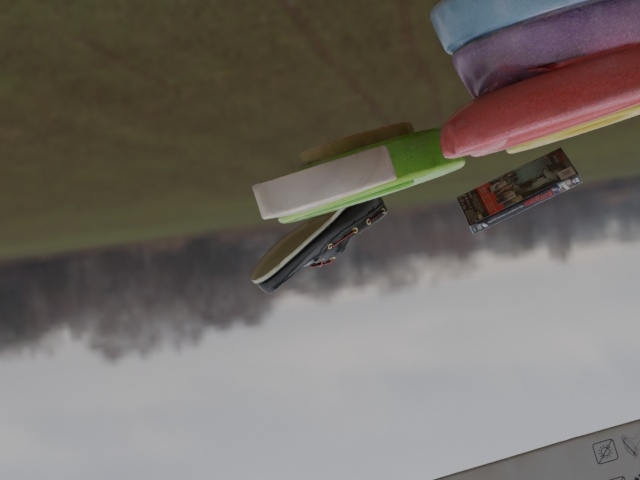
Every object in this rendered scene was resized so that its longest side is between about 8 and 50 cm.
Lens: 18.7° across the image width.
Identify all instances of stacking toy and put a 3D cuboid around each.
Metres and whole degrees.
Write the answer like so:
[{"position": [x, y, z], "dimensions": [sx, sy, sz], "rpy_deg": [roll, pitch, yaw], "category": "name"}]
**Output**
[{"position": [0.081, -0.113, 1.230], "dimensions": [0.279, 0.130, 0.309], "rpy_deg": [-17, 178, 5], "category": "stacking toy"}]

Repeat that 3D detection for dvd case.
[{"position": [0.197, -0.050, 1.942], "dimensions": [0.119, 0.013, 0.087], "rpy_deg": [-27, -159, 4], "category": "dvd case"}]

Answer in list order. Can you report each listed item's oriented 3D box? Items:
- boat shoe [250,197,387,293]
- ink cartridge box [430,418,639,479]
[{"position": [0.001, 0.000, 1.501], "dimensions": [0.133, 0.042, 0.049], "rpy_deg": [-42, -160, -28], "category": "boat shoe"}, {"position": [0.128, 0.260, 1.519], "dimensions": [0.332, 0.165, 0.065], "rpy_deg": [-17, 171, 9], "category": "ink cartridge box"}]
